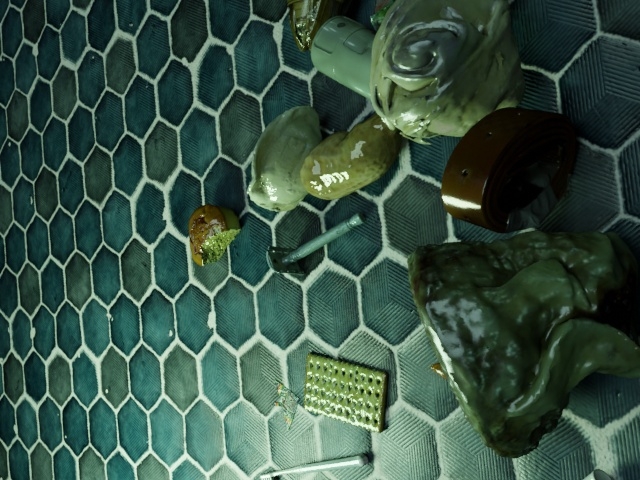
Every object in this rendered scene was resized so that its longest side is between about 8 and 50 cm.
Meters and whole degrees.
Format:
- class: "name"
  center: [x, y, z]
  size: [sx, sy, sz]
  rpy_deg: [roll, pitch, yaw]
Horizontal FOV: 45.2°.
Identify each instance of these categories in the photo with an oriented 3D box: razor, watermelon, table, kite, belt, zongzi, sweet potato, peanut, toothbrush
- class: "razor"
  center: [0.000, 0.000, 1.685]
  size: [0.232, 0.106, 0.068]
  rpy_deg: [-31, 70, 27]
- class: "watermelon"
  center: [0.164, -0.490, 1.529]
  size: [0.187, 0.071, 0.139]
  rpy_deg: [-48, 27, 4]
- class: "table"
  center: [0.095, -0.357, 1.549]
  size: [0.220, 0.126, 0.126]
  rpy_deg: [39, 116, 36]
- class: "kite"
  center: [-0.081, 0.383, 1.805]
  size: [0.090, 0.004, 0.122]
  rpy_deg: [-21, 76, 40]
- class: "belt"
  center: [0.316, -0.115, 1.266]
  size: [0.105, 0.261, 0.184]
  rpy_deg: [19, 128, 44]
- class: "zongzi"
  center: [0.062, -0.545, 1.596]
  size: [0.288, 0.134, 0.286]
  rpy_deg: [-2, 98, 28]
- class: "sweet potato"
  center: [0.253, 0.252, 1.473]
  size: [0.095, 0.034, 0.034]
  rpy_deg: [17, 102, 32]
- class: "peanut"
  center: [0.064, -0.173, 1.585]
  size: [0.253, 0.122, 0.137]
  rpy_deg: [-22, 68, 39]
- class: "toothbrush"
  center: [-0.022, 0.518, 1.738]
  size: [0.342, 0.025, 0.030]
  rpy_deg: [-27, 79, 40]

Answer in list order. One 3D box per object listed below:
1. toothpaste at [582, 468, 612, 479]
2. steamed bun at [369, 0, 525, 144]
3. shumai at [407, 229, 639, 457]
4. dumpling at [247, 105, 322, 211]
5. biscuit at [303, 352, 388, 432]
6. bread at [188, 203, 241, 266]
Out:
- class: "toothpaste"
  center: [0.423, 0.462, 1.312]
  size: [0.071, 0.045, 0.193]
  rpy_deg: [56, 131, 27]
- class: "steamed bun"
  center: [0.203, -0.319, 1.311]
  size: [0.268, 0.207, 0.280]
  rpy_deg: [-8, 83, 15]
- class: "shumai"
  center: [0.345, 0.118, 1.229]
  size: [0.348, 0.395, 0.395]
  rpy_deg: [-30, 68, 12]
- class: "dumpling"
  center: [-0.081, -0.174, 1.679]
  size: [0.131, 0.179, 0.252]
  rpy_deg: [40, 118, 40]
- class: "biscuit"
  center: [0.050, 0.331, 1.676]
  size: [0.231, 0.016, 0.139]
  rpy_deg: [7, 94, 42]
- class: "bread"
  center: [-0.276, -0.024, 1.927]
  size: [0.125, 0.086, 0.156]
  rpy_deg: [53, 123, 30]
